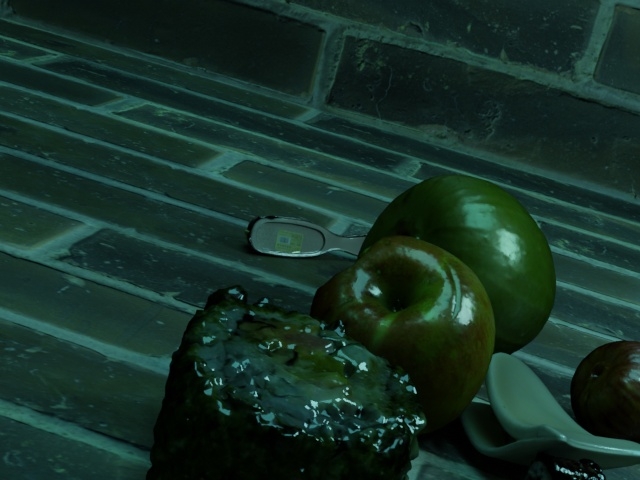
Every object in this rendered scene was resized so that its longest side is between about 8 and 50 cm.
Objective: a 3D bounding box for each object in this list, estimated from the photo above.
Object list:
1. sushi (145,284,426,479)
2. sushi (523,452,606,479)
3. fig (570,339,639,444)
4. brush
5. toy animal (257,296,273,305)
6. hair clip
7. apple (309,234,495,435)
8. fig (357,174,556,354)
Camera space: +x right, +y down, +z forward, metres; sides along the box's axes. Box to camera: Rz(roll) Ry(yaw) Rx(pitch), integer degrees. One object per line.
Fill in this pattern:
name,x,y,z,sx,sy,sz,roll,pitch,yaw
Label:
sushi,-0.034,0.206,1.518,0.294,0.178,0.352,15,17,-3
sushi,0.293,0.306,1.610,0.084,0.094,0.098,11,11,-21
fig,0.436,0.226,1.929,0.149,0.148,0.202,56,5,33
brush,0.000,-0.002,2.442,0.312,0.072,0.067,6,4,-29
toy animal,-0.052,0.138,1.835,0.245,0.115,0.146,3,19,-32
hair clip,0.274,0.245,1.762,0.172,0.113,0.282,14,15,-32
apple,0.106,0.131,1.766,0.246,0.226,0.246,-4,48,4
fig,0.225,0.061,2.068,0.316,0.316,0.316,13,16,-4
